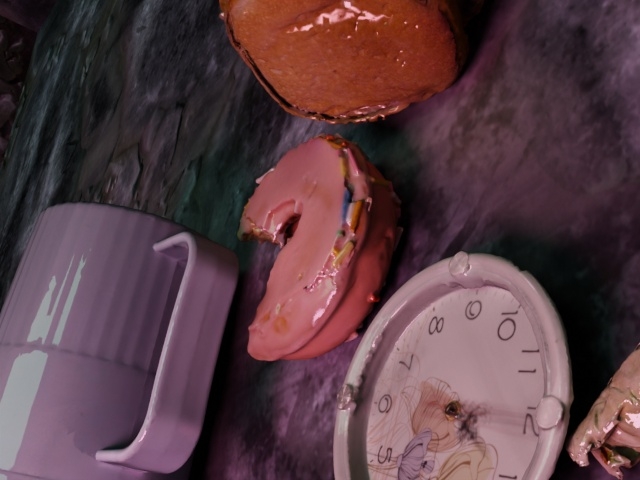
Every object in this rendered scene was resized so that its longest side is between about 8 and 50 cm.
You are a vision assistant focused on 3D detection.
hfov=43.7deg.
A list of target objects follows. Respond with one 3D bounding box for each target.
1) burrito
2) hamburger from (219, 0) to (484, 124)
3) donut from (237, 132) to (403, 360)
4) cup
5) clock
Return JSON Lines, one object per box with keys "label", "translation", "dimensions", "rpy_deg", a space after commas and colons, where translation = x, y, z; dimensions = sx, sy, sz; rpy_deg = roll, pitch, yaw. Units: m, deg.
{"label": "burrito", "translation": [0.200, 0.079, 0.455], "dimensions": [0.149, 0.055, 0.041], "rpy_deg": [-55, 2, 23]}
{"label": "hamburger", "translation": [0.018, -0.243, 0.779], "dimensions": [0.260, 0.245, 0.211], "rpy_deg": [128, 150, -63]}
{"label": "donut", "translation": [0.000, 0.000, 0.782], "dimensions": [0.199, 0.085, 0.232], "rpy_deg": [-44, 37, 34]}
{"label": "cup", "translation": [-0.243, 0.127, 0.883], "dimensions": [0.331, 0.257, 0.311], "rpy_deg": [116, 166, -67]}
{"label": "clock", "translation": [0.096, 0.124, 0.581], "dimensions": [0.236, 0.053, 0.236], "rpy_deg": [-37, 40, 39]}
